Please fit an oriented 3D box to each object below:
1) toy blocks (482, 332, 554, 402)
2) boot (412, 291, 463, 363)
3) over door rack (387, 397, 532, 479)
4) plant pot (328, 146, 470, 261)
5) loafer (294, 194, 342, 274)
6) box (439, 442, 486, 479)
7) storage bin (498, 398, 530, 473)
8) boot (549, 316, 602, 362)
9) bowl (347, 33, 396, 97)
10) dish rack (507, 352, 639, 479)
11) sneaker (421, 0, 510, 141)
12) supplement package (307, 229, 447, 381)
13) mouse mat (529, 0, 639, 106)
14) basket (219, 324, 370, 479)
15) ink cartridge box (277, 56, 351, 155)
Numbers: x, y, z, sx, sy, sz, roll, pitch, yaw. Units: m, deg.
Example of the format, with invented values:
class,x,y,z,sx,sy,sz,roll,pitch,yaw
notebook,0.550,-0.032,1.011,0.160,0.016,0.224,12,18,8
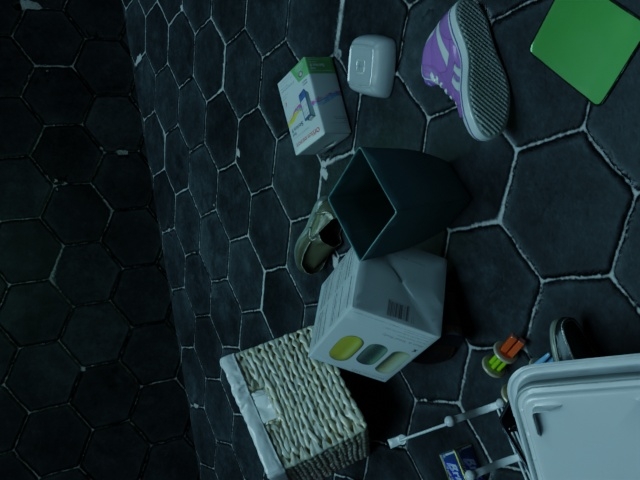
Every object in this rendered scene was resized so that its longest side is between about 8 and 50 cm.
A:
class,x,y,z,sx,sy,sz,roll,pitch,yaw
toy blocks,0.385,0.232,1.332,0.123,0.054,0.148,60,142,30
boot,0.257,0.199,1.537,0.219,0.082,0.106,120,158,-58
over door rack,0.289,0.480,1.416,0.324,0.108,0.239,-32,68,35
plant pot,0.175,-0.082,1.423,0.165,0.234,0.165,65,145,27
loafer,0.000,0.000,1.851,0.087,0.094,0.251,55,139,42
box,0.322,0.530,1.501,0.059,0.054,0.169,-45,60,52
storage bin,0.396,0.334,1.244,0.180,0.084,0.122,82,162,-60
boot,0.491,0.220,1.136,0.178,0.085,0.236,-33,76,53
bowl,0.112,-0.407,1.621,0.142,0.053,0.142,29,119,51
dish rack,0.452,0.342,1.063,0.285,0.072,0.333,-12,104,27
sneaker,0.274,-0.303,1.357,0.161,0.102,0.282,-34,57,59
supplement package,0.121,0.149,1.515,0.262,0.199,0.198,125,162,-53
mouse mat,0.440,-0.335,1.161,0.189,0.007,0.152,55,139,34
basket,-0.056,0.433,1.774,0.331,0.266,0.328,78,166,-61
ink cartridge box,-0.017,-0.344,1.802,0.154,0.093,0.212,-27,76,56
